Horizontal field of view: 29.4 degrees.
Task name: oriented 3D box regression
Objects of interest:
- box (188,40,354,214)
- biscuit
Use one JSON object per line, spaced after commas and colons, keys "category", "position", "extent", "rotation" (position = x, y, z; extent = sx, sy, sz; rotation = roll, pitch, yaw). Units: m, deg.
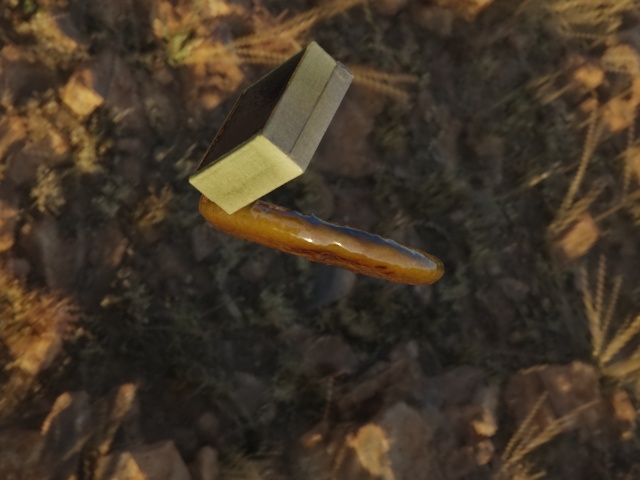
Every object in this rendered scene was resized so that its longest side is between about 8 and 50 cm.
{"category": "box", "position": [-0.027, -0.065, 0.698], "extent": [0.035, 0.079, 0.083], "rotation": [39, 53, -19]}
{"category": "biscuit", "position": [0.000, 0.000, 1.002], "extent": [0.212, 0.212, 0.036], "rotation": [18, 89, -32]}
